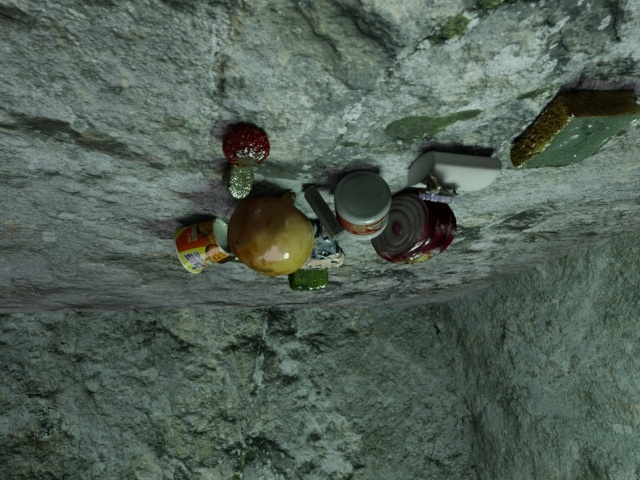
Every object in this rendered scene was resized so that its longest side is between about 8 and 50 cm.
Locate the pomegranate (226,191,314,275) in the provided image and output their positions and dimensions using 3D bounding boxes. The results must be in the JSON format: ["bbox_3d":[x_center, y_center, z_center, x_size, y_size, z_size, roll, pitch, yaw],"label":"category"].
[{"bbox_3d":[-0.176,-0.036,1.625,0.338,0.338,0.338,-5,160,-2],"label":"pomegranate"}]

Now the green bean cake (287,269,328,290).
[{"bbox_3d":[-0.069,0.155,2.244,0.200,0.214,0.113,-1,163,-12],"label":"green bean cake"}]

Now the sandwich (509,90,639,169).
[{"bbox_3d":[0.775,-0.330,1.342,0.271,0.099,0.301,-3,158,-9],"label":"sandwich"}]

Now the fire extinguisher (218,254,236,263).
[{"bbox_3d":[-0.356,0.008,1.926,0.344,0.102,0.138,-22,153,37],"label":"fire extinguisher"}]

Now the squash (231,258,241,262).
[{"bbox_3d":[-0.428,0.075,2.145,0.229,0.066,0.066,11,154,-36],"label":"squash"}]

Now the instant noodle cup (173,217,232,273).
[{"bbox_3d":[-0.466,0.009,1.784,0.174,0.213,0.213,-20,157,12],"label":"instant noodle cup"}]

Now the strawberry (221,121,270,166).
[{"bbox_3d":[-0.213,-0.265,1.257,0.145,0.086,0.145,-5,162,-2],"label":"strawberry"}]

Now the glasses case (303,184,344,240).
[{"bbox_3d":[0.012,-0.102,1.591,0.047,0.205,0.071,-31,170,-14],"label":"glasses case"}]

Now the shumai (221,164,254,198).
[{"bbox_3d":[-0.279,-0.204,1.426,0.087,0.124,0.099,27,-153,37],"label":"shumai"}]

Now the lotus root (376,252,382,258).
[{"bbox_3d":[0.352,0.017,2.076,0.169,0.151,0.343,0,156,-14],"label":"lotus root"}]

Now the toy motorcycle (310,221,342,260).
[{"bbox_3d":[0.000,0.000,1.963,0.173,0.108,0.307,-9,146,13],"label":"toy motorcycle"}]

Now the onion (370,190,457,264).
[{"bbox_3d":[0.388,-0.047,1.766,0.260,0.282,0.336,8,142,-40],"label":"onion"}]

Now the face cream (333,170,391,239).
[{"bbox_3d":[0.151,-0.124,1.569,0.201,0.201,0.187,-7,159,2],"label":"face cream"}]

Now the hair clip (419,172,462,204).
[{"bbox_3d":[0.404,-0.163,1.474,0.106,0.085,0.292,11,-178,34],"label":"hair clip"}]

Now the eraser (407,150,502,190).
[{"bbox_3d":[0.461,-0.235,1.512,0.270,0.095,0.174,3,163,-18],"label":"eraser"}]

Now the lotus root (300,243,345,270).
[{"bbox_3d":[-0.008,0.069,2.140,0.260,0.074,0.170,2,125,-11],"label":"lotus root"}]
